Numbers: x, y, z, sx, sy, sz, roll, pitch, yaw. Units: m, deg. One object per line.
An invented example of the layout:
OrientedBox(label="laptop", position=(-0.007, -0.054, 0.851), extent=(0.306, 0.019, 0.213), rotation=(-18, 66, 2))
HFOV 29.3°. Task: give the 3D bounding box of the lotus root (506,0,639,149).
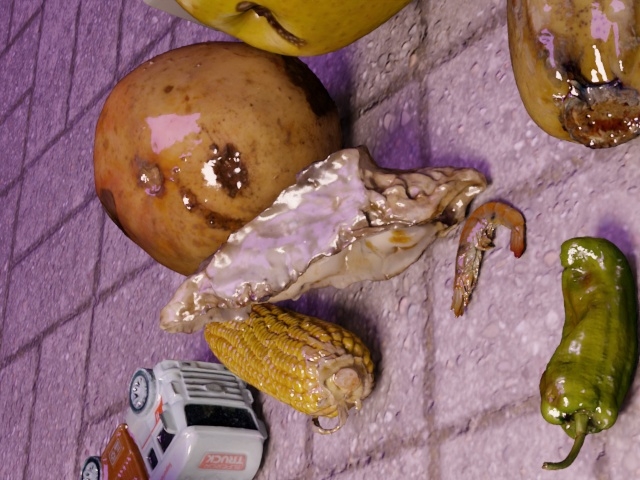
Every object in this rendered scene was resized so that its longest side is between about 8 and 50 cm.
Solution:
OrientedBox(label="lotus root", position=(0.223, -0.202, 0.997), extent=(0.154, 0.154, 0.278), rotation=(-33, 50, 47))

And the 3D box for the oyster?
OrientedBox(label="oyster", position=(-0.003, -0.004, 1.207), extent=(0.341, 0.166, 0.110), rotation=(-34, 67, 26))

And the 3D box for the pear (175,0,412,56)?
OrientedBox(label="pear", position=(-0.018, -0.398, 1.263), extent=(0.362, 0.362, 0.418), rotation=(-4, 63, 57))

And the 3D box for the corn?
OrientedBox(label="corn", position=(-0.038, 0.119, 1.299), extent=(0.293, 0.106, 0.106), rotation=(17, 90, 63))

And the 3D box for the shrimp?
OrientedBox(label="shrimp", position=(0.151, 0.019, 1.115), extent=(0.083, 0.023, 0.114), rotation=(10, 80, 56))

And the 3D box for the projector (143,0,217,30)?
OrientedBox(label="projector", position=(-0.125, -0.412, 1.633), extent=(0.242, 0.163, 0.177), rotation=(-22, 57, 57))

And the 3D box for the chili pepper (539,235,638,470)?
OrientedBox(label="chili pepper", position=(0.203, 0.098, 0.948), extent=(0.072, 0.073, 0.204), rotation=(128, 159, -61))

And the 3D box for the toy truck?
OrientedBox(label="toy truck", position=(-0.180, 0.289, 1.404), extent=(0.305, 0.136, 0.162), rotation=(-59, 41, 27))

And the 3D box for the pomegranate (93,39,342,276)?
OrientedBox(label="pomegranate", position=(-0.112, -0.094, 1.365), extent=(0.281, 0.281, 0.281), rotation=(-32, 49, 47))
